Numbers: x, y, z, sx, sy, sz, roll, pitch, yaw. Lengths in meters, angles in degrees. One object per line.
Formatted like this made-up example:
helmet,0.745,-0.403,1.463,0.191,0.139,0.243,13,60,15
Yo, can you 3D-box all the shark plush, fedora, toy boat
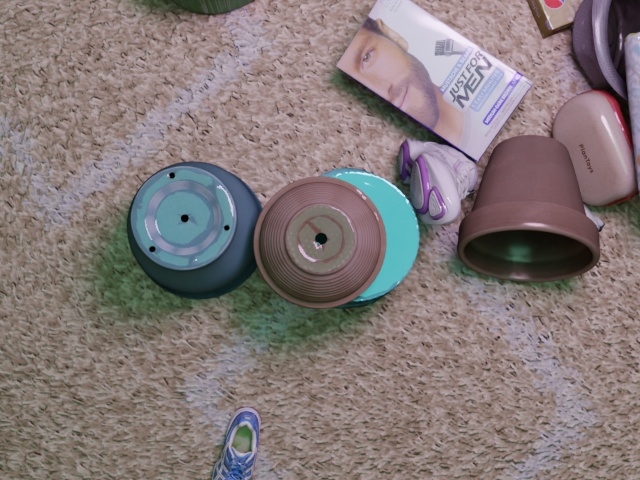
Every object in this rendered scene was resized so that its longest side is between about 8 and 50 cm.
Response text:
shark plush,0.505,-0.049,1.600,0.161,0.073,0.067,44,115,-3
fedora,0.593,-0.397,1.575,0.244,0.124,0.275,-19,100,-27
toy boat,0.575,-0.191,1.586,0.151,0.151,0.231,-20,86,-34

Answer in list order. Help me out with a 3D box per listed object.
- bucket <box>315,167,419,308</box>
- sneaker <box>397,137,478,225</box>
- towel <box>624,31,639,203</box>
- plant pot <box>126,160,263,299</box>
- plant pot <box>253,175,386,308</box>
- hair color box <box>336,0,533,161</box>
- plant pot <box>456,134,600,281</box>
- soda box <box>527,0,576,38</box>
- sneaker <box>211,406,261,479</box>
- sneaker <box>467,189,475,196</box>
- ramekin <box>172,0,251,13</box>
bucket,0.057,-0.003,1.512,0.281,0.183,0.281,0,85,-2
sneaker,0.237,-0.120,1.480,0.152,0.305,0.114,3,117,-6
towel,0.733,-0.238,1.533,0.375,0.090,0.320,-8,89,-31
plant pot,-0.239,-0.026,1.468,0.272,0.255,0.271,0,86,-2
plant pot,0.000,0.000,1.365,0.237,0.110,0.237,0,85,-1
hair color box,0.222,-0.325,1.559,0.339,0.110,0.185,34,103,4
plant pot,0.402,-0.069,1.518,0.263,0.263,0.229,10,66,-1
soda box,0.461,-0.517,1.633,0.061,0.058,0.181,-22,87,-4
sneaker,-0.166,0.428,1.519,0.080,0.081,0.211,9,86,-3
sneaker,0.276,-0.116,1.603,0.083,0.037,0.031,19,87,1
ramekin,-0.222,-0.603,1.570,0.304,0.148,0.303,0,85,-2
